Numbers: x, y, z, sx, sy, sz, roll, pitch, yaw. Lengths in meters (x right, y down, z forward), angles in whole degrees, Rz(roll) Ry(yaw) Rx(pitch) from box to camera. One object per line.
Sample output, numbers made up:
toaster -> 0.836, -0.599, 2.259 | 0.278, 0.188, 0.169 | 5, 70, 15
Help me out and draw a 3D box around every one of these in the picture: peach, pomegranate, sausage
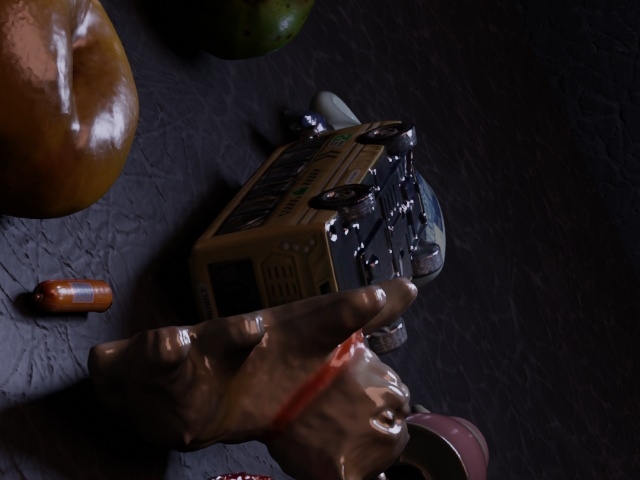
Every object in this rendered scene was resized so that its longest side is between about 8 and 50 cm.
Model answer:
peach -> -0.252, -0.144, 1.581 | 0.251, 0.153, 0.251 | -6, 90, -65
pomegranate -> -0.102, -0.306, 2.149 | 0.187, 0.187, 0.225 | 53, -5, -24
sausage -> -0.220, 0.048, 1.616 | 0.107, 0.031, 0.031 | 6, 59, -65

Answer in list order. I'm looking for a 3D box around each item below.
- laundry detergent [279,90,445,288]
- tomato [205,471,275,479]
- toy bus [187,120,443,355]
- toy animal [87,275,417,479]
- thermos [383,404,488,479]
laundry detergent -> 0.041, -0.081, 2.281 | 0.280, 0.105, 0.215 | 46, 27, -34
tomato -> -0.074, 0.290, 1.564 | 0.189, 0.099, 0.173 | 16, 55, -48
toy bus -> 0.000, 0.000, 1.939 | 0.365, 0.202, 0.177 | -54, 134, -65
toy animal -> -0.054, 0.145, 1.617 | 0.308, 0.266, 0.188 | -6, 89, -79
thermos -> 0.125, 0.265, 2.016 | 0.176, 0.146, 0.265 | 59, 15, 8
